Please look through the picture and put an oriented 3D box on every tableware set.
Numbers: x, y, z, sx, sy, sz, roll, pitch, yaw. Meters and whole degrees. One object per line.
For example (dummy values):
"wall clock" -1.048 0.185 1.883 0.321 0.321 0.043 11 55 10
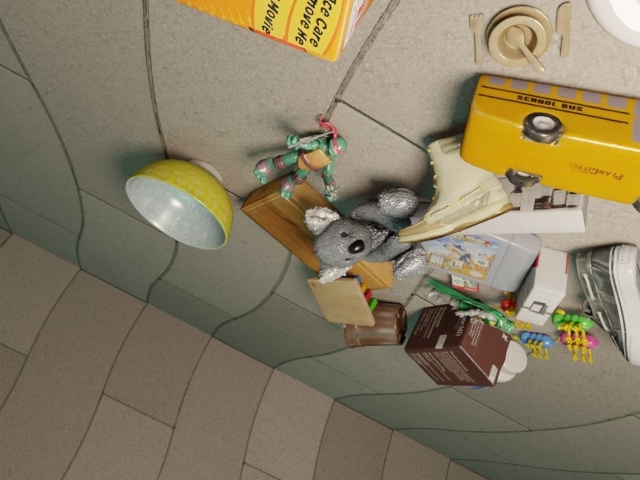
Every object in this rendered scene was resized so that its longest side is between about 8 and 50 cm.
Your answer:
"tableware set" 0.256 -0.310 0.599 0.128 0.039 0.194 6 144 30

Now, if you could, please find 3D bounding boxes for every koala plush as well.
"koala plush" 0.081 -0.005 0.976 0.203 0.221 0.196 -140 33 -68

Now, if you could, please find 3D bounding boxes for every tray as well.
"tray" 0.000 0.000 1.230 0.411 0.076 0.203 42 145 -25

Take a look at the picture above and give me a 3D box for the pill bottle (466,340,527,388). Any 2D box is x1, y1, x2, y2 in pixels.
"pill bottle" 0.509 0.369 1.371 0.124 0.124 0.221 28 148 -4

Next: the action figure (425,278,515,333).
"action figure" 0.379 0.173 1.143 0.137 0.063 0.232 28 177 -40

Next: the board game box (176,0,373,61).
"board game box" -0.058 -0.436 0.325 0.356 0.356 0.356 24 150 4

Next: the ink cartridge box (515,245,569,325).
"ink cartridge box" 0.481 0.102 0.996 0.063 0.109 0.150 14 148 15

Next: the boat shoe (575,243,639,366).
"boat shoe" 0.620 0.133 0.960 0.119 0.121 0.335 3 132 46

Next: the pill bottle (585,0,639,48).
"pill bottle" 0.306 -0.292 0.370 0.153 0.265 0.153 18 150 11

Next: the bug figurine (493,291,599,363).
"bug figurine" 0.571 0.221 1.146 0.216 0.072 0.279 5 150 41

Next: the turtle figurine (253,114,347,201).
"turtle figurine" -0.020 -0.161 0.953 0.234 0.118 0.175 -16 126 41

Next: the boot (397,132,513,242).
"boot" 0.218 -0.092 0.832 0.213 0.077 0.165 -23 82 33

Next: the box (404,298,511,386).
"box" 0.383 0.290 1.279 0.167 0.168 0.203 47 144 -15

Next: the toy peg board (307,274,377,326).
"toy peg board" 0.072 0.150 1.282 0.161 0.079 0.161 -2 124 37

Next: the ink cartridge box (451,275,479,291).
"ink cartridge box" 0.370 0.105 1.160 0.063 0.029 0.115 9 145 27

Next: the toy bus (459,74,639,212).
"toy bus" 0.383 -0.143 0.671 0.332 0.130 0.108 16 147 16

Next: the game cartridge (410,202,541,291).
"game cartridge" 0.320 0.011 1.027 0.297 0.062 0.198 17 153 17

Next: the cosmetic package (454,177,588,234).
"cosmetic package" 0.355 -0.067 0.844 0.239 0.099 0.060 -1 138 37

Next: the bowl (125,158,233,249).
"bowl" -0.344 -0.121 1.213 0.289 0.156 0.289 19 148 12

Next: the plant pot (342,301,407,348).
"plant pot" 0.175 0.259 1.424 0.165 0.167 0.167 -2 140 27
